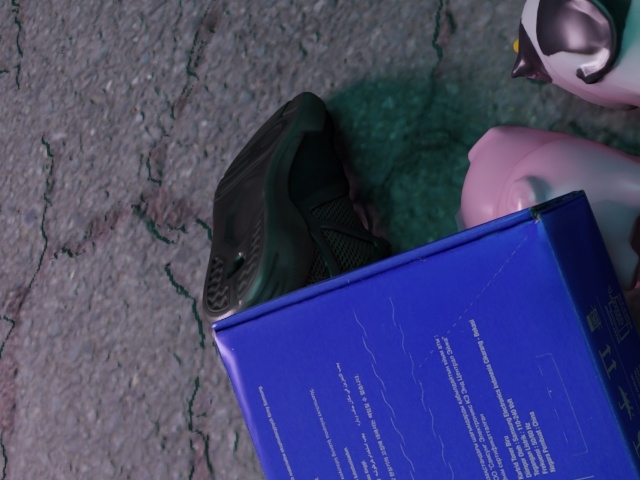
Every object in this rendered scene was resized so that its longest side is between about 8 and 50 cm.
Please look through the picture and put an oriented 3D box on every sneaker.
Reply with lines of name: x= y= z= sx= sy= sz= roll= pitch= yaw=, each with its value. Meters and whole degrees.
sneaker: x=0.000 y=0.000 z=0.665 sx=0.087 sy=0.130 sz=0.227 roll=-39 pitch=28 yaw=25

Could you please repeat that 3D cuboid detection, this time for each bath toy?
bath toy: x=0.122 y=-0.039 z=0.547 sx=0.129 sy=0.151 sz=0.348 roll=17 pitch=94 yaw=24

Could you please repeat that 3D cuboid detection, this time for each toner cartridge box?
toner cartridge box: x=0.091 y=0.169 z=0.451 sx=0.165 sy=0.075 sz=0.348 roll=-20 pitch=89 yaw=30
